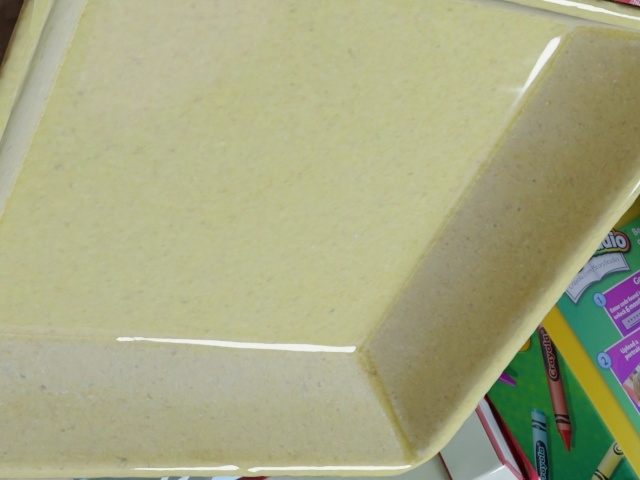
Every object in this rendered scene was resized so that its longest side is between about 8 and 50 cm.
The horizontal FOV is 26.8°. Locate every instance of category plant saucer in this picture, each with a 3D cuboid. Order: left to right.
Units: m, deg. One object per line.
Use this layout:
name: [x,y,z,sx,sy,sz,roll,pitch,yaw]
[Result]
plant saucer: [-0.022,-0.016,0.644,0.333,0.081,0.333,6,132,-31]

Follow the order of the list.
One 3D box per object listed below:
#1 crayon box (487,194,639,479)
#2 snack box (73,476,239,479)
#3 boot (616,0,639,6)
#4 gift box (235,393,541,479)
crayon box: [0.231,0.048,0.929,0.278,0.165,0.081,-26,170,-37]
snack box: [-0.034,0.091,1.007,0.322,0.060,0.187,-26,-160,-6]
boot: [0.118,-0.120,0.746,0.176,0.088,0.244,-17,152,-31]
gift box: [0.060,0.165,1.215,0.258,0.255,0.276,-28,158,8]
